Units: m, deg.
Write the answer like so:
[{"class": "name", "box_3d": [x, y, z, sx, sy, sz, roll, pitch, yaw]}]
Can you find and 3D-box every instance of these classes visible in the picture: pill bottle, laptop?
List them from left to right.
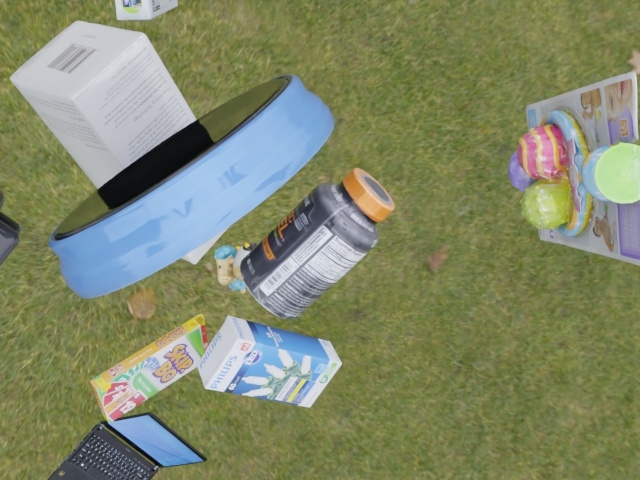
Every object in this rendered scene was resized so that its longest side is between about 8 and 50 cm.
[{"class": "laptop", "box_3d": [-0.448, 0.540, 1.709, 0.264, 0.137, 0.234, -49, 128, -17]}, {"class": "pill bottle", "box_3d": [0.000, 0.000, 1.124, 0.130, 0.130, 0.246, 42, 109, -12]}]

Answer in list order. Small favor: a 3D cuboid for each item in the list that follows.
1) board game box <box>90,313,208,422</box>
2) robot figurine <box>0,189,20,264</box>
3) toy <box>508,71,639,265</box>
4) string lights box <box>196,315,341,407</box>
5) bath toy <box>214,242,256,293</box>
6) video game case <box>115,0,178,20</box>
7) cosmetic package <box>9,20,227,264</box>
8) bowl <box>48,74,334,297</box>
[{"class": "board game box", "box_3d": [-0.333, 0.257, 1.478, 0.259, 0.124, 0.039, -34, 54, -30]}, {"class": "robot figurine", "box_3d": [-0.614, -0.056, 1.137, 0.278, 0.209, 0.173, 39, 51, -25]}, {"class": "toy", "box_3d": [0.198, -0.056, 0.616, 0.056, 0.237, 0.136, -7, 95, -4]}, {"class": "string lights box", "box_3d": [-0.102, 0.249, 1.472, 0.260, 0.076, 0.133, 19, 114, -35]}, {"class": "bath toy", "box_3d": [-0.081, 0.027, 1.636, 0.151, 0.348, 0.129, -26, 97, -55]}, {"class": "video game case", "box_3d": [-0.308, -0.519, 1.256, 0.061, 0.269, 0.244, -1, 112, -1]}, {"class": "cosmetic package", "box_3d": [-0.294, -0.149, 1.169, 0.155, 0.197, 0.365, -51, 140, -21]}, {"class": "bowl", "box_3d": [-0.167, -0.080, 0.912, 0.391, 0.391, 0.077, -38, 109, -13]}]
